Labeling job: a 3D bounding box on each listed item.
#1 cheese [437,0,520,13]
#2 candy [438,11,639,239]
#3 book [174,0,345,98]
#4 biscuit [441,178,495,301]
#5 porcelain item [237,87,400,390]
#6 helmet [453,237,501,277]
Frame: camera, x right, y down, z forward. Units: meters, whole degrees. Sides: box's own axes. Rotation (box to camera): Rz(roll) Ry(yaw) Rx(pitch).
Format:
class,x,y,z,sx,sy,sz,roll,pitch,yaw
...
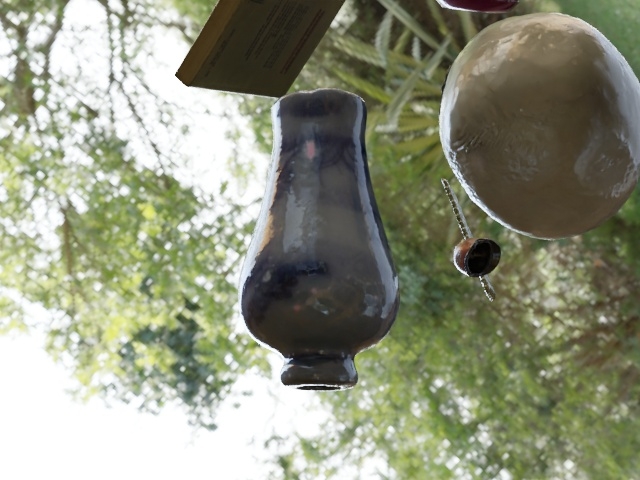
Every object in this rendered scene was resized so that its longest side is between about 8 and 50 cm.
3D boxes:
class,x,y,z,sx,sy,sz,roll,pitch,yaw
cheese,0.201,-0.360,1.315,0.155,0.062,0.244,23,-156,39
candy,0.273,-0.136,1.082,0.295,0.296,0.185,38,154,-17
book,-0.053,-0.229,0.990,0.026,0.161,0.231,39,-162,14
biscuit,0.284,0.000,1.754,0.139,0.016,0.232,33,-144,-71
porcelain item,0.000,0.000,0.808,0.141,0.141,0.259,27,-120,-56
helmet,0.244,0.024,1.475,0.084,0.065,0.049,0,-166,-40
